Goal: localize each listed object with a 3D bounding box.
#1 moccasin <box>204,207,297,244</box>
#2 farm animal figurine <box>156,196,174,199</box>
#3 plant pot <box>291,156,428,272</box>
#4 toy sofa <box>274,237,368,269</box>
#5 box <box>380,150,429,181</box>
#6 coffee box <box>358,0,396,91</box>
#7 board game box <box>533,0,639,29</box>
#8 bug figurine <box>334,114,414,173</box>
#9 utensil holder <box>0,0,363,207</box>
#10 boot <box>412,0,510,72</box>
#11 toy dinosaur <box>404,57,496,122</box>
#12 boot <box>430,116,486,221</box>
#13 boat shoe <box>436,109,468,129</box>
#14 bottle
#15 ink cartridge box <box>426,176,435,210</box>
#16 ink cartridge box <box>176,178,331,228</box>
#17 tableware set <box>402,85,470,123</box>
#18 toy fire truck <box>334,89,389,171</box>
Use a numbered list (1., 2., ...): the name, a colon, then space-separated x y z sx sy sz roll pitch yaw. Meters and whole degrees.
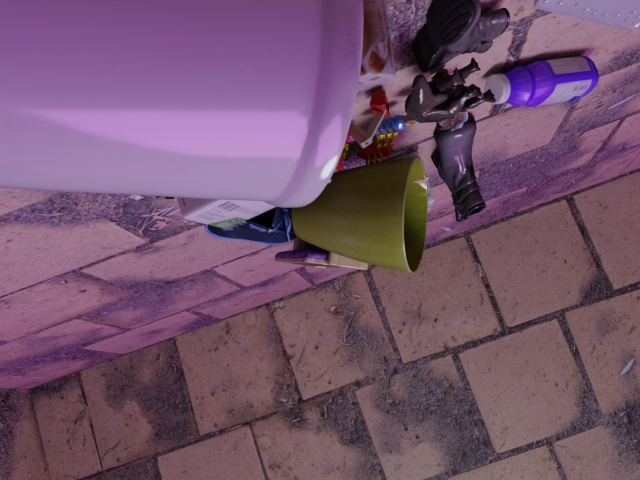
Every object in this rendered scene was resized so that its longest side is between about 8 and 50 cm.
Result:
1. moccasin: -0.144 -0.056 1.901 0.342 0.137 0.117 -7 158 -44
2. farm animal figurine: -0.174 -0.181 1.293 0.330 0.172 0.327 -6 179 1
3. plant pot: 0.090 -0.067 1.734 0.293 0.275 0.275 3 174 20
4. toy sofa: 0.000 0.000 2.067 0.177 0.150 0.362 9 176 -18
5. box: 0.169 -0.160 1.990 0.244 0.100 0.060 -18 167 -3
6. coffee box: -0.013 -0.301 1.058 0.246 0.141 0.098 -10 180 -41
7. board game box: 0.630 -0.530 1.276 0.390 0.050 0.390 -6 162 -42
8. bug figurine: 0.096 -0.228 1.685 0.216 0.072 0.279 -11 170 -7
9. utensil holder: -0.196 -0.204 0.738 0.385 0.327 0.327 2 159 -20
10. boot: 0.273 -0.395 1.290 0.161 0.083 0.246 -21 175 -13
11. toy dinosaur: 0.233 -0.273 1.389 0.160 0.121 0.313 -29 -174 34
12. boot: 0.395 -0.184 1.941 0.118 0.222 0.338 -19 167 4
13. boat shoe: 0.308 -0.300 1.706 0.066 0.066 0.183 -18 167 3
14. bottle: 0.512 -0.366 1.666 0.283 0.092 0.118 -13 164 -25
15. ink cartridge box: 0.248 -0.107 1.958 0.104 0.060 0.180 -18 168 -3
16. ink cartridge box: -0.149 -0.142 1.577 0.289 0.121 0.211 -23 167 15
17. tableware set: 0.259 -0.298 1.579 0.141 0.020 0.168 -11 -153 23
18. toy fire truck: 0.064 -0.226 1.498 0.135 0.192 0.047 5 155 21
